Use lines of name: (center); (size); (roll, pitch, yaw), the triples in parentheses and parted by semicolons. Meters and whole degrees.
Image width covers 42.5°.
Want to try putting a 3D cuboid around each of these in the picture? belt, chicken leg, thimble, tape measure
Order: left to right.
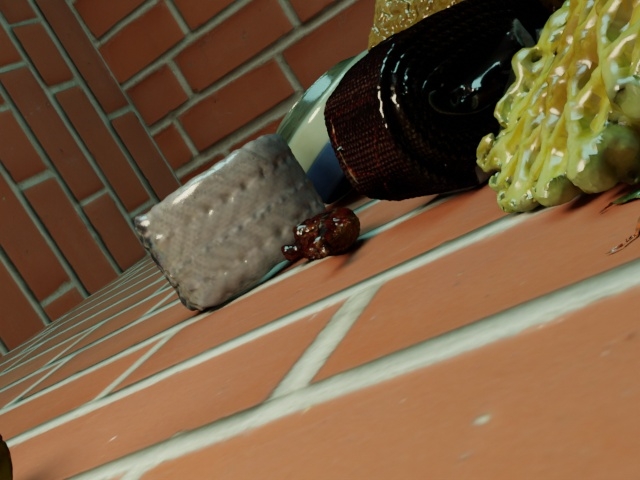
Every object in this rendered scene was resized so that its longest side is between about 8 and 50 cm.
thimble: (-0.117, -0.023, 1.128); (0.245, 0.157, 0.217); (-34, 3, -22)
chicken leg: (0.005, -0.003, 0.955); (0.089, 0.048, 0.219); (-36, 9, -11)
tape measure: (0.045, -0.189, 1.374); (0.262, 0.138, 0.259); (-41, -9, -40)
belt: (0.152, -0.162, 0.899); (0.289, 0.184, 0.164); (-37, 8, -29)

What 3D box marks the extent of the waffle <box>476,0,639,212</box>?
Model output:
waffle: (0.226, -0.162, 0.645); (0.297, 0.073, 0.317); (-122, 54, -84)

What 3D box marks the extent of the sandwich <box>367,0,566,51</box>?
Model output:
sandwich: (0.221, -0.287, 1.145); (0.262, 0.131, 0.325); (9, -15, -29)

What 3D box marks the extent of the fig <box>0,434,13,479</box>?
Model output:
fig: (-0.337, 0.189, 0.670); (0.166, 0.154, 0.144); (20, -45, -39)

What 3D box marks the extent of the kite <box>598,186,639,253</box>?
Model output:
kite: (0.240, -0.040, 0.468); (0.198, 0.006, 0.244); (-24, 11, 41)
